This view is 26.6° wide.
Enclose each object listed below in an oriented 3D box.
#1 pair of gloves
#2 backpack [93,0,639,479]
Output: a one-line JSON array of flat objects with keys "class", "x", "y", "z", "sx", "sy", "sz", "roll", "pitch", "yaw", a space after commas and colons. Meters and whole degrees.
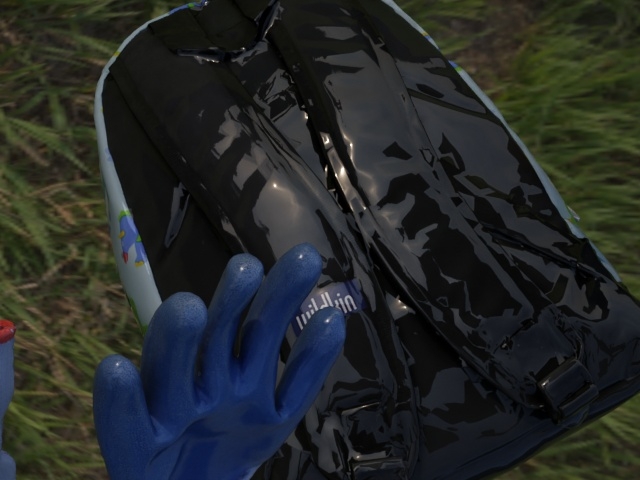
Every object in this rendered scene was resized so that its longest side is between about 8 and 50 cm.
[{"class": "pair of gloves", "x": -0.074, "y": 0.079, "z": 0.394, "sx": 0.198, "sy": 0.023, "sz": 0.159, "roll": -18, "pitch": 134, "yaw": -39}, {"class": "backpack", "x": 0.000, "y": 0.000, "z": 0.841, "sx": 0.290, "sy": 0.273, "sz": 0.355, "roll": -29, "pitch": 80, "yaw": -8}]
